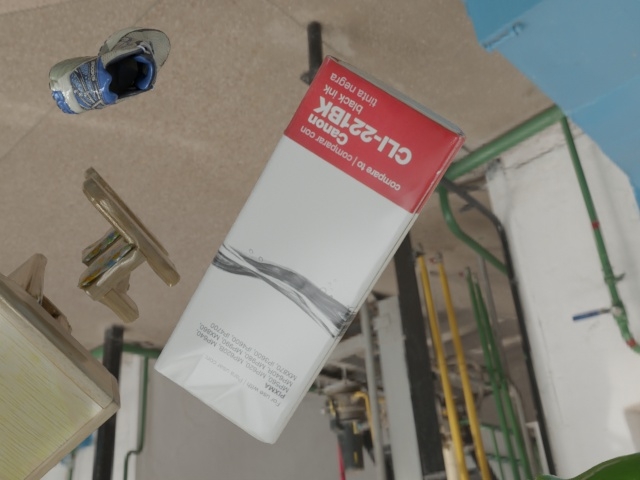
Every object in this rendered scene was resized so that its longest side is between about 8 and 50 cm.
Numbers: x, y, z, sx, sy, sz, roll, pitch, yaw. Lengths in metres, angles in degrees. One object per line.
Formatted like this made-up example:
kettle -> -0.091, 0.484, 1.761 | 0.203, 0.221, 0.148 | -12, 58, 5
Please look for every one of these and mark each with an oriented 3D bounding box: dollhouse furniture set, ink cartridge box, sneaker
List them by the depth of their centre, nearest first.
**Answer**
sneaker -> -0.151, -0.136, 0.560 | 0.058, 0.135, 0.052 | 1, 124, 23
ink cartridge box -> 0.000, 0.000, 0.583 | 0.114, 0.197, 0.273 | 31, 104, 4
dollhouse furniture set -> -0.359, 0.064, 0.701 | 0.362, 0.394, 0.256 | -41, 110, -8

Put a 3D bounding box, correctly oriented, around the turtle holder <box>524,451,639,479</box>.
turtle holder -> 0.190, 0.228, 0.305 | 0.227, 0.320, 0.243 | -41, 146, 9
